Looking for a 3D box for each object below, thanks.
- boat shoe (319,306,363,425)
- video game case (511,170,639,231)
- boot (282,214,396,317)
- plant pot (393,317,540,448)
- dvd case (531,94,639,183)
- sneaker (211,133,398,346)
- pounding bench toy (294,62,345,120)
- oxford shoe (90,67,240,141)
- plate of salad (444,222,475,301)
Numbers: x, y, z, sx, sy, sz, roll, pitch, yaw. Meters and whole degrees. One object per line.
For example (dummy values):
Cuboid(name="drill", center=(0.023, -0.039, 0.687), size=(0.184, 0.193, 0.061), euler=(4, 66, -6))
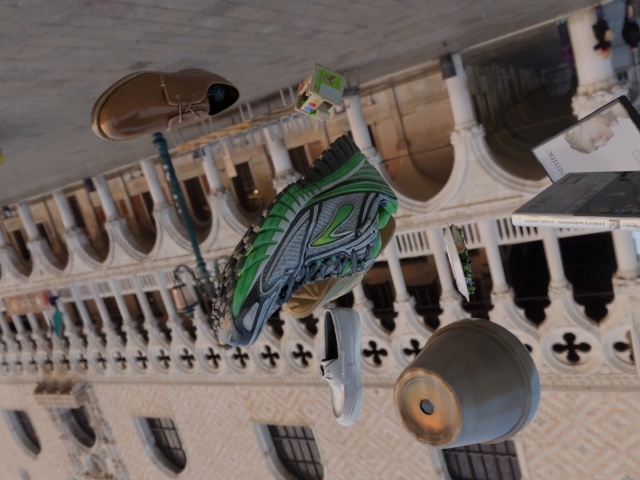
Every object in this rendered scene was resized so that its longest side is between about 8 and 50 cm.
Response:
Cuboid(name="boat shoe", center=(0.028, 0.197, 0.773), size=(0.063, 0.184, 0.066), euler=(11, 167, -30))
Cuboid(name="video game case", center=(0.372, -0.055, 0.627), size=(0.190, 0.022, 0.173), euler=(-27, -159, -38))
Cuboid(name="boot", center=(0.056, 0.037, 0.950), size=(0.262, 0.095, 0.203), euler=(-48, 167, 15))
Cuboid(name="plant pot", center=(0.337, 0.379, 1.222), size=(0.323, 0.323, 0.280), euler=(-5, 180, 45))
Cuboid(name="dvd case", center=(0.550, -0.157, 0.972), size=(0.022, 0.180, 0.253), euler=(-32, 178, -16))
Cuboid(name="sneaker", center=(0.000, 0.000, 0.589), size=(0.343, 0.146, 0.134), euler=(-49, -179, -39))
Cuboid(name="pounding bench toy", center=(-0.005, -0.209, 0.739), size=(0.052, 0.083, 0.065), euler=(18, 159, -22))
Cuboid(name="oxford shoe", center=(-0.188, -0.176, 0.620), size=(0.076, 0.076, 0.212), euler=(21, -140, 28))
Cuboid(name="plate of salad", center=(0.343, 0.050, 1.187), size=(0.048, 0.200, 0.200), euler=(-16, -169, 11))
